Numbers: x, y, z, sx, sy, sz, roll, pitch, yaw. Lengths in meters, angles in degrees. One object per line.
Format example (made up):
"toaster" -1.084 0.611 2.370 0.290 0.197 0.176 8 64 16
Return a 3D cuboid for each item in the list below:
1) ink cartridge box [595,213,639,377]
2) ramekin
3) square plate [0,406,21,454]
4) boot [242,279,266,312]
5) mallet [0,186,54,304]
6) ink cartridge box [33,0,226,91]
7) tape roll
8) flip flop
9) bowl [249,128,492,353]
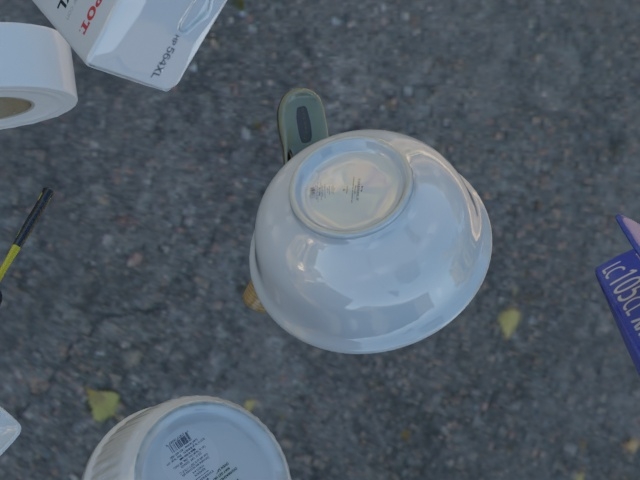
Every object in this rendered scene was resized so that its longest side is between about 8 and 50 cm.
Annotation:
"ink cartridge box" 0.332 0.146 0.859 0.151 0.270 0.395 -24 107 10
"ramekin" -0.126 0.252 1.213 0.207 0.109 0.207 12 61 -23
"square plate" -0.690 0.300 1.826 0.344 0.049 0.347 42 78 -3
"boot" -0.001 0.000 1.930 0.211 0.104 0.295 -55 167 22
"mallet" -0.383 0.017 1.513 0.039 0.062 0.189 32 56 -14
"ink cartridge box" -0.155 -0.232 0.932 0.086 0.203 0.148 13 116 -46
"tape roll" -0.520 -0.246 1.875 0.286 0.286 0.100 -6 83 -32
"flip flop" -0.004 -0.125 2.088 0.112 0.080 0.277 -14 98 -27
"bowl" 0.047 -0.028 1.421 0.298 0.298 0.134 -46 148 -19
